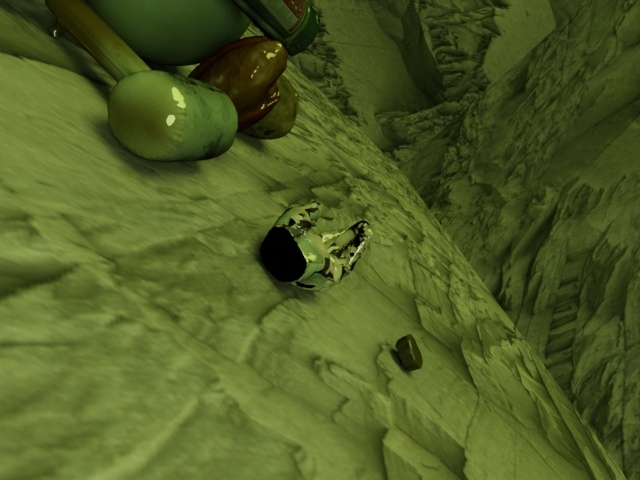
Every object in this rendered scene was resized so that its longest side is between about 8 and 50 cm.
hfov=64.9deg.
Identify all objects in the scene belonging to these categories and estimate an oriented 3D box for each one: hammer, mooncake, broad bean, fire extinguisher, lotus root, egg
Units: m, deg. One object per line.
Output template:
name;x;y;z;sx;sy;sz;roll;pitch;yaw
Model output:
hammer;-0.254;-0.226;0.662;0.305;0.113;0.202;43;13;3
mooncake;0.067;0.066;0.874;0.347;0.057;0.150;57;6;36
broad bean;-0.135;-0.244;0.814;0.156;0.228;0.122;-40;109;-41
fire extinguisher;-0.100;-0.383;0.728;0.093;0.118;0.294;10;-6;27
lotus root;-0.150;-0.293;1.007;0.278;0.154;0.154;9;41;-53
egg;-0.244;-0.445;0.856;0.276;0.276;0.389;41;30;-21

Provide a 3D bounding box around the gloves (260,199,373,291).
gloves;-0.002;0.009;0.754;0.127;0.111;0.212;28;12;23
